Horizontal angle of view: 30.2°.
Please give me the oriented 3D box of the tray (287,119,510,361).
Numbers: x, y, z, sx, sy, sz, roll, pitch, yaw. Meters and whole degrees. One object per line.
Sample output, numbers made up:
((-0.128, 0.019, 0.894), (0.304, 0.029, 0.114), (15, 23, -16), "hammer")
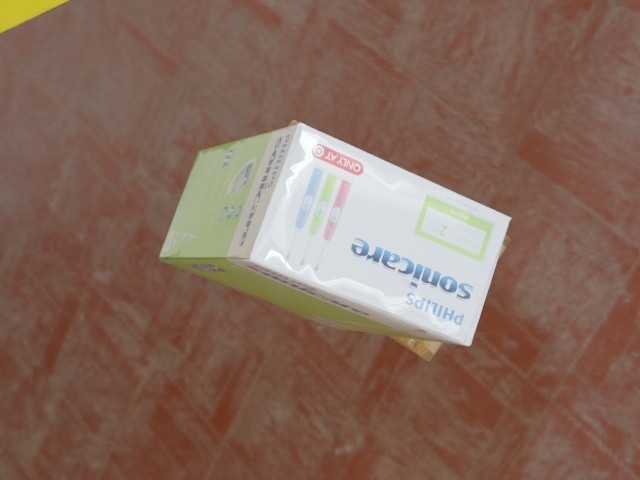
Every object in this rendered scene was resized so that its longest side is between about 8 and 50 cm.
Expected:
((0.051, -0.013, 1.716), (0.411, 0.076, 0.203), (30, 83, 40), "tray")

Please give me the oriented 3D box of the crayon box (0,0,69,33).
((-0.335, -0.297, 0.818), (0.313, 0.363, 0.106), (-20, 38, 18), "crayon box")

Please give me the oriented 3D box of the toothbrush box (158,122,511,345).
((0.000, 0.000, 1.062), (0.283, 0.206, 0.122), (1, 69, 69), "toothbrush box")
